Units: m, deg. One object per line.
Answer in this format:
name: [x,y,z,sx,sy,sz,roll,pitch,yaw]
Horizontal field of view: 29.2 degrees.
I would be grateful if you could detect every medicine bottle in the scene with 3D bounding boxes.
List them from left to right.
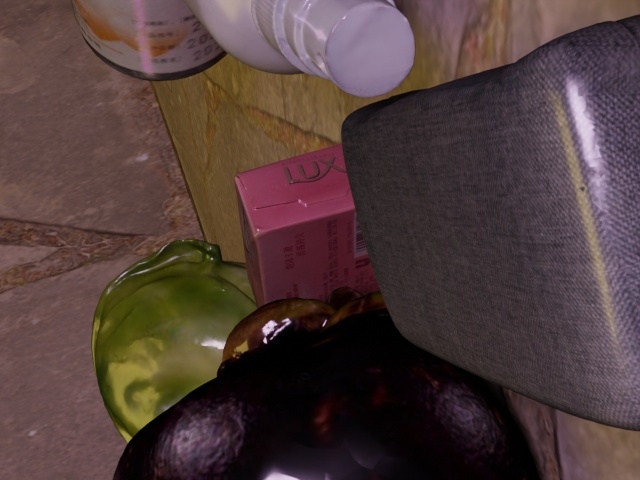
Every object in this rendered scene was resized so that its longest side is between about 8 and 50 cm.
medicine bottle: [-0.144,-0.267,1.037,0.273,0.165,0.165,93,157,-67]
medicine bottle: [-0.024,-0.158,0.720,0.352,0.110,0.110,-125,20,-61]

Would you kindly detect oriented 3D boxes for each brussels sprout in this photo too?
brussels sprout: [-0.057,0.120,1.065,0.294,0.227,0.259,39,-178,-2]

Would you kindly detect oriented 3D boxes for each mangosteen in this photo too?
mangosteen: [0.012,0.154,0.746,0.233,0.287,0.287,32,160,10]

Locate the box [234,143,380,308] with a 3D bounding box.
box: [0.000,0.000,0.878,0.156,0.111,0.060,89,161,-56]

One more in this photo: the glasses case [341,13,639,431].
glasses case: [0.080,-0.009,0.514,0.323,0.074,0.131,-170,61,-79]
